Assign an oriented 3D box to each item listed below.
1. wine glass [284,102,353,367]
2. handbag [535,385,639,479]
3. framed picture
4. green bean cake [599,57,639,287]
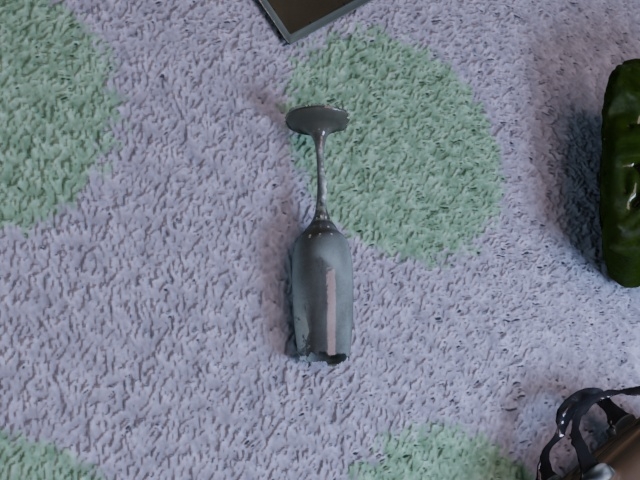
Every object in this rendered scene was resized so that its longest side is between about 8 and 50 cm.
[{"bbox_3d":[0.000,0.000,1.197,0.074,0.074,0.262,8,70,-28],"label":"wine glass"},{"bbox_3d":[0.333,0.280,1.240,0.301,0.149,0.283,-28,85,-33],"label":"handbag"},{"bbox_3d":[-0.038,-0.313,1.324,0.142,0.011,0.183,-35,92,-35],"label":"framed picture"},{"bbox_3d":[0.440,-0.074,1.370,0.246,0.156,0.250,2,67,12],"label":"green bean cake"}]
